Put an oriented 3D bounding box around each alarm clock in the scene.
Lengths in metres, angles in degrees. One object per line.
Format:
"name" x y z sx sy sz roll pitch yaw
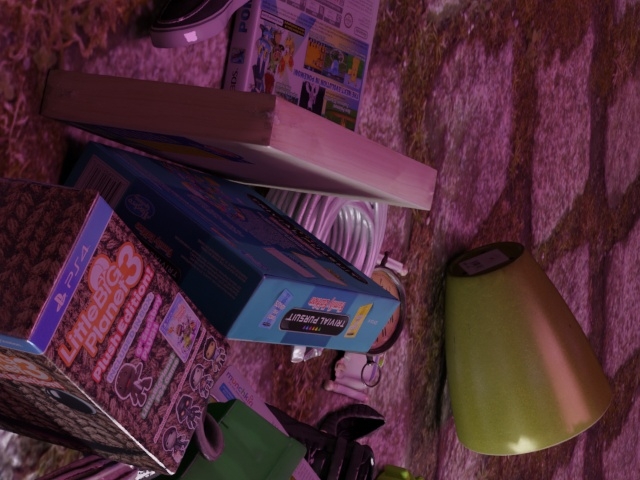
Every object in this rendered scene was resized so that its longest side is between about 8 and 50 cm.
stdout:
"alarm clock" 0.063 0.118 2.169 0.129 0.064 0.192 -13 99 -44

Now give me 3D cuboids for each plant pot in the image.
"plant pot" 0.317 0.162 2.534 0.275 0.274 0.294 -43 119 -50

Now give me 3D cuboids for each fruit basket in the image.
"fruit basket" -0.092 0.378 1.778 0.353 0.165 0.327 60 43 -25

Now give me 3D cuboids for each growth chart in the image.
"growth chart" 0.075 0.130 2.272 0.172 0.021 0.237 40 63 -60

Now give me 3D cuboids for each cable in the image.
"cable" 0.000 0.000 1.976 0.257 0.089 0.257 -43 142 -45

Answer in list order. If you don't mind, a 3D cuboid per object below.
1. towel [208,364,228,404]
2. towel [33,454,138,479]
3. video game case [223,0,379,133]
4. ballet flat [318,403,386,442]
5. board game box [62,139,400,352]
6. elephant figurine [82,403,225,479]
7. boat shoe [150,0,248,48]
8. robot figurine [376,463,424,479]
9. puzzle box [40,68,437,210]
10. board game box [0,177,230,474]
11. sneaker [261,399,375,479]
"towel" -0.138 0.180 1.885 0.083 0.009 0.060 28 74 -61
"towel" -0.289 0.328 1.471 0.187 0.049 0.282 -17 142 -60
"video game case" -0.016 -0.264 1.948 0.329 0.036 0.300 10 90 -64
"ballet flat" 0.040 0.277 2.220 0.173 0.049 0.058 -25 119 -59
"board game box" -0.091 0.015 1.647 0.079 0.253 0.336 -57 155 9
"elephant figurine" -0.177 0.181 1.655 0.186 0.169 0.239 -58 162 -1
"boat shoe" -0.125 -0.284 1.684 0.228 0.080 0.076 -47 132 -49
"robot figurine" 0.123 0.409 2.406 0.101 0.067 0.115 -54 143 -45
"puzzle box" -0.072 -0.103 1.632 0.409 0.272 0.052 17 83 -64
"board game box" -0.256 0.072 1.372 0.141 0.232 0.291 -68 150 -23
"sneaker" -0.021 0.281 1.996 0.295 0.146 0.105 33 71 -60
